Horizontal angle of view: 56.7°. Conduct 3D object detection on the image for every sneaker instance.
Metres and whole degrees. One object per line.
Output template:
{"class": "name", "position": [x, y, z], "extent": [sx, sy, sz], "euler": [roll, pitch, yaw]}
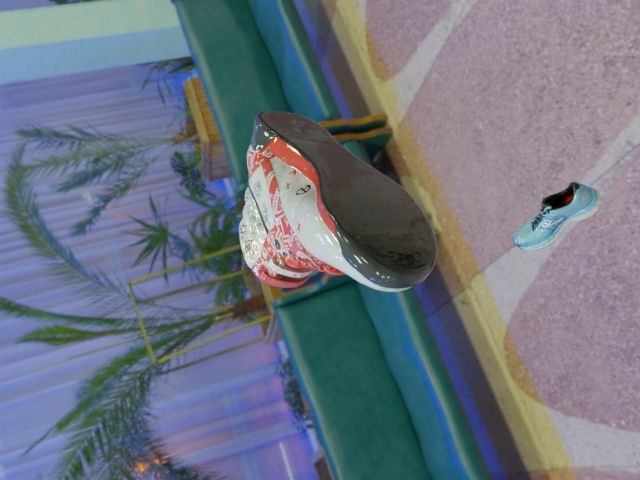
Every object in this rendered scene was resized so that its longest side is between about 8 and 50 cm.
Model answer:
{"class": "sneaker", "position": [0.390, -0.048, 1.014], "extent": [0.162, 0.073, 0.064], "euler": [-44, 33, 32]}
{"class": "sneaker", "position": [0.001, 0.000, 0.537], "extent": [0.270, 0.090, 0.145], "euler": [51, 136, 46]}
